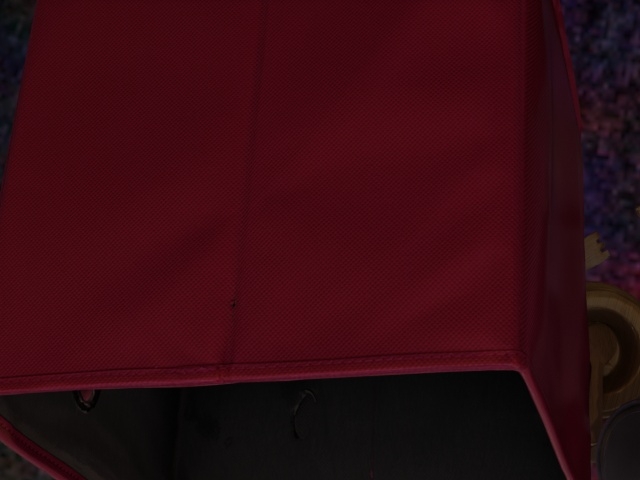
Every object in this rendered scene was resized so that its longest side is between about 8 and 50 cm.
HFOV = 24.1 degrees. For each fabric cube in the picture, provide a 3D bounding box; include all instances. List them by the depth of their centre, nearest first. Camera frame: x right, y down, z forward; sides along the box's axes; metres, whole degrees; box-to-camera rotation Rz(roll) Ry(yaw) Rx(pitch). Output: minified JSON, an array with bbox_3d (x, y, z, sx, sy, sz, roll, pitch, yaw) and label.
[{"bbox_3d":[0.000,0.000,0.772,0.259,0.258,0.254,-4,153,15],"label":"fabric cube"}]

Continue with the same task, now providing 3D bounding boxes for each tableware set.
[{"bbox_3d":[0.217,0.042,0.926,0.194,0.128,0.039,-31,178,-4],"label":"tableware set"}]

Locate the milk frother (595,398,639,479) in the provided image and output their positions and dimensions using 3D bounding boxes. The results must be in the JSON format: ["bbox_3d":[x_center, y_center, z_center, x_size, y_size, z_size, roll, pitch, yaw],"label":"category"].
[{"bbox_3d":[0.221,0.082,0.853,0.134,0.143,0.129,-9,137,-43],"label":"milk frother"}]
